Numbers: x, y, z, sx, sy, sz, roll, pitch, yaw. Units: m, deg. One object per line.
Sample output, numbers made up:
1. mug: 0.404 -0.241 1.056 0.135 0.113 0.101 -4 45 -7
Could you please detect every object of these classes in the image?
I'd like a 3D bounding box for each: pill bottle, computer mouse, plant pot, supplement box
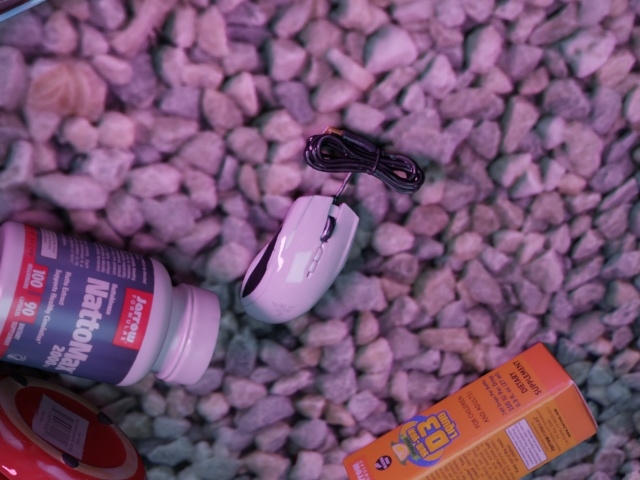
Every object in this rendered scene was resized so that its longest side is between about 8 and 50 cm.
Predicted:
1. pill bottle: -0.177 0.057 0.888 0.180 0.108 0.108 16 111 -24
2. computer mouse: 0.000 0.000 0.947 0.106 0.042 0.193 22 109 -26
3. plant pot: -0.245 0.219 0.908 0.191 0.191 0.174 32 99 -28
4. supplement box: 0.142 0.199 1.074 0.233 0.078 0.080 -33 121 2

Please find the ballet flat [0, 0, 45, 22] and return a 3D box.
1. ballet flat: -0.280 -0.158 0.761 0.280 0.095 0.096 -37 112 -7
